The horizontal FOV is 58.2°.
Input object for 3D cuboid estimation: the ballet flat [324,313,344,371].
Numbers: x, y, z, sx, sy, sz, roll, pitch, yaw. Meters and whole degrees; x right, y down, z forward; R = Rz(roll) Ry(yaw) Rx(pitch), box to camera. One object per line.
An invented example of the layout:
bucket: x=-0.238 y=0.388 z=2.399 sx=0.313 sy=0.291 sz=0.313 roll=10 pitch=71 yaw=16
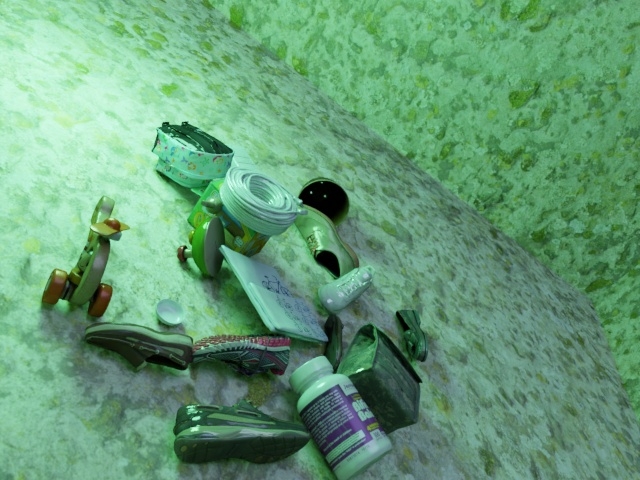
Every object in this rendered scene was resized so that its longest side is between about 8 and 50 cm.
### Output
ballet flat: x=0.051 y=0.328 z=1.838 sx=0.058 sy=0.084 sz=0.250 roll=30 pitch=24 yaw=-16

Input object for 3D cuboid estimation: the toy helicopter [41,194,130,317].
toy helicopter: x=-0.552 y=-0.002 z=1.419 sx=0.140 sy=0.235 sz=0.355 roll=23 pitch=33 yaw=-28

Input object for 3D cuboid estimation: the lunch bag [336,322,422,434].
lunch bag: x=0.190 y=0.407 z=1.758 sx=0.235 sy=0.169 sz=0.287 roll=53 pitch=25 yaw=-13

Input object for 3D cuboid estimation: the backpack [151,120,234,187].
backpack: x=-0.432 y=-0.289 z=1.983 sx=0.253 sy=0.191 sz=0.225 roll=24 pitch=21 yaw=26

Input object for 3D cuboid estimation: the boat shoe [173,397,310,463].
boat shoe: x=-0.177 y=0.437 z=1.356 sx=0.355 sy=0.132 sz=0.130 roll=18 pitch=36 yaw=-37

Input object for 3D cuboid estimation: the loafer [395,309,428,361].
loafer: x=0.335 y=0.353 z=2.146 sx=0.084 sy=0.096 sz=0.267 roll=12 pitch=27 yaw=-9

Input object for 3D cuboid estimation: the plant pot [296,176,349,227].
plant pot: x=0.001 y=-0.178 z=2.386 sx=0.215 sy=0.215 sz=0.230 roll=31 pitch=16 yaw=-15

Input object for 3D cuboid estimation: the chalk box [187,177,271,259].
chalk box: x=-0.300 y=-0.093 z=1.905 sx=0.289 sy=0.179 sz=0.180 roll=45 pitch=28 yaw=8

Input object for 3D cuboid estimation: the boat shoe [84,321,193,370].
boat shoe: x=-0.425 y=0.258 z=1.358 sx=0.257 sy=0.095 sz=0.095 roll=14 pitch=57 yaw=-27

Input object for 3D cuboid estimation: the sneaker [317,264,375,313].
sneaker: x=0.096 y=0.158 z=2.050 sx=0.114 sy=0.152 sz=0.305 roll=48 pitch=31 yaw=10

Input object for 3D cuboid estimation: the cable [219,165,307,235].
cable: x=-0.192 y=-0.127 z=1.804 sx=0.257 sy=0.089 sz=0.257 roll=45 pitch=28 yaw=12

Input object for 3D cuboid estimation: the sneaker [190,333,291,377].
sneaker: x=-0.209 y=0.309 z=1.527 sx=0.299 sy=0.120 sz=0.112 roll=6 pitch=85 yaw=-32

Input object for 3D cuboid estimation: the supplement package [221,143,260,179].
supplement package: x=-0.319 y=-0.271 z=2.210 sx=0.105 sy=0.105 sz=0.179 roll=1 pitch=47 yaw=-49

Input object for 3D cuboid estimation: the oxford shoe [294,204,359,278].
oxford shoe: x=0.000 y=0.000 z=2.194 sx=0.348 sy=0.123 sz=0.130 roll=45 pitch=34 yaw=11

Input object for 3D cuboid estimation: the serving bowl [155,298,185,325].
serving bowl: x=-0.404 y=0.196 z=1.532 sx=0.083 sy=0.027 sz=0.083 roll=29 pitch=30 yaw=-19

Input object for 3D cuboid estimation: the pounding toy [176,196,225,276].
pounding toy: x=-0.369 y=-0.011 z=1.743 sx=0.110 sy=0.237 sz=0.183 roll=2 pitch=7 yaw=9

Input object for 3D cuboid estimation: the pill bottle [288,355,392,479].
pill bottle: x=0.043 y=0.467 z=1.532 sx=0.169 sy=0.169 sz=0.302 roll=-3 pitch=50 yaw=-51

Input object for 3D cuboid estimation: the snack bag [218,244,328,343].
snack bag: x=-0.138 y=0.168 z=1.770 sx=0.343 sy=0.037 sz=0.323 roll=53 pitch=13 yaw=30
